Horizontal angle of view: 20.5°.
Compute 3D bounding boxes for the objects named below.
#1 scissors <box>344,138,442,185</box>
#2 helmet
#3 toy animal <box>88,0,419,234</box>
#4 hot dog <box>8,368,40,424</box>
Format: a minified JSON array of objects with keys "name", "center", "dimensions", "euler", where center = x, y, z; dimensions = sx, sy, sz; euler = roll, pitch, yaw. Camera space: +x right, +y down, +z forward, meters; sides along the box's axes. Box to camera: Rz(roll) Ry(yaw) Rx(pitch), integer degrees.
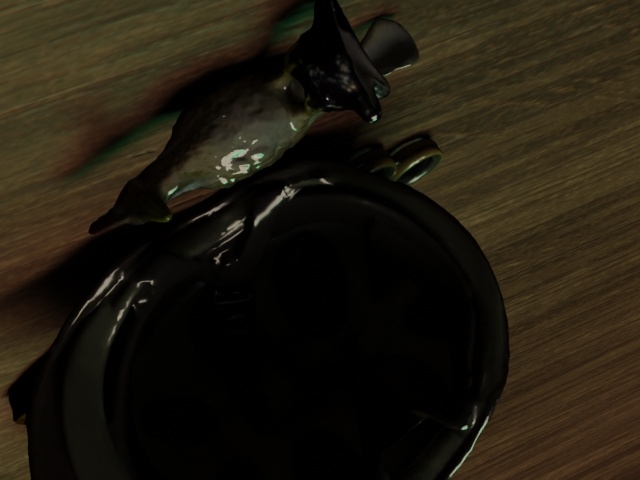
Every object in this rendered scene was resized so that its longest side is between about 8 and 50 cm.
[{"name":"scissors","center":[0.000,0.000,1.203],"dimensions":[0.088,0.017,0.220],"euler":[-17,159,-42]},{"name":"helmet","center":[-0.034,0.096,1.089],"dimensions":[0.305,0.225,0.177],"euler":[-34,172,-9]},{"name":"toy animal","center":[-0.037,-0.057,0.927],"dimensions":[0.202,0.070,0.105],"euler":[-35,180,2]},{"name":"hot dog","center":[-0.086,0.142,1.281],"dimensions":[0.194,0.107,0.326],"euler":[-34,161,26]}]
